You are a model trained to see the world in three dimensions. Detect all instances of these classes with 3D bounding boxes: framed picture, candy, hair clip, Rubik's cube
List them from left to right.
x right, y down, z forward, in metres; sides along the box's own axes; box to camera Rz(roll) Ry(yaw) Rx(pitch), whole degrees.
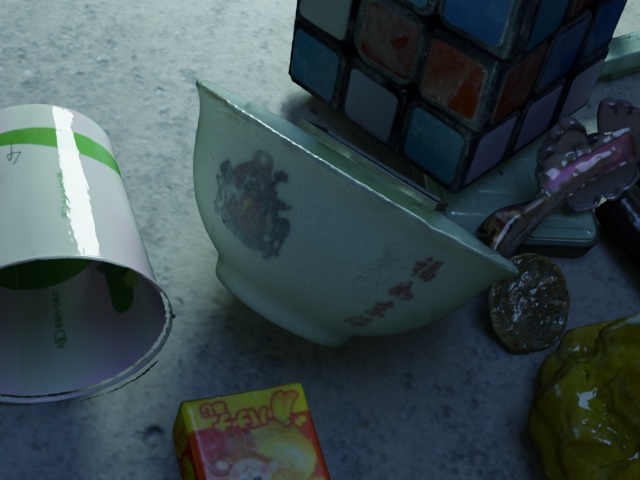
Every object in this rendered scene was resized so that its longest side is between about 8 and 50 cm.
[{"bbox_3d":[-0.059,0.299,1.004,0.146,0.088,0.276,-7,59,-23],"label":"candy"},{"bbox_3d":[0.070,-0.095,1.209,0.203,0.150,0.015,33,98,9],"label":"framed picture"},{"bbox_3d":[0.203,-0.338,1.311,0.363,0.358,0.362,37,50,21],"label":"Rubik's cube"},{"bbox_3d":[0.329,-0.074,1.303,0.300,0.173,0.069,-37,45,-12],"label":"hair clip"}]

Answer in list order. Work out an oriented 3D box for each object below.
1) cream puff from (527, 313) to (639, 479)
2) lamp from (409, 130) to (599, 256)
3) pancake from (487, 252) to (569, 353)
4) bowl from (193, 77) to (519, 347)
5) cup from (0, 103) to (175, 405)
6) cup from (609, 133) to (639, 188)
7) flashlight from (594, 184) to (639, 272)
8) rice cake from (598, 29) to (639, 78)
[{"bbox_3d":[0.425,0.194,1.123,0.325,0.257,0.291,-7,57,-18],"label":"cream puff"},{"bbox_3d":[0.264,-0.100,1.403,0.267,0.047,0.269,1,57,-14],"label":"lamp"},{"bbox_3d":[0.282,0.083,1.266,0.140,0.022,0.139,1,87,-27],"label":"pancake"},{"bbox_3d":[0.000,0.000,1.119,0.435,0.435,0.196,31,97,4],"label":"bowl"},{"bbox_3d":[-0.310,0.007,1.043,0.253,0.253,0.273,-4,50,-20],"label":"cup"},{"bbox_3d":[0.521,-0.131,1.444,0.150,0.199,0.199,-6,57,0],"label":"cup"},{"bbox_3d":[0.533,0.096,1.328,0.103,0.103,0.424,-18,62,-27],"label":"flashlight"},{"bbox_3d":[0.465,-0.303,1.594,0.337,0.066,0.063,-16,64,-25],"label":"rice cake"}]
